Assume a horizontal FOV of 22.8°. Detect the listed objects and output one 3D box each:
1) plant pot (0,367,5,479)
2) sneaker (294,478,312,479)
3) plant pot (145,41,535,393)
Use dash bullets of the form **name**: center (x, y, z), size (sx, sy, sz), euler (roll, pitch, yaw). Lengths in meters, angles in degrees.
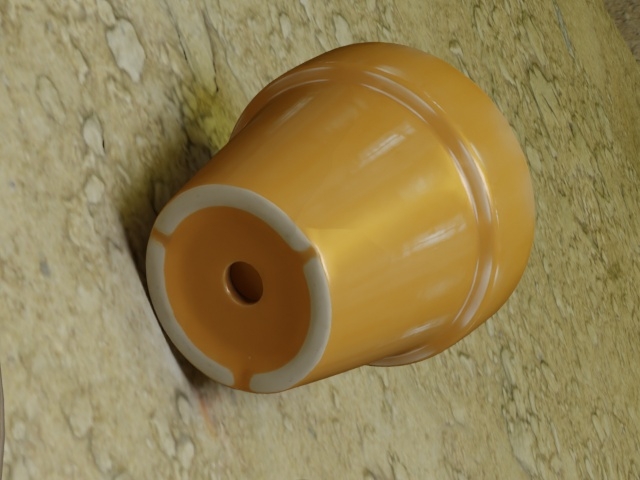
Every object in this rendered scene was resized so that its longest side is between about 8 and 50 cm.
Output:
- **plant pot**: center (-0.204, 0.046, 0.346), size (0.263, 0.229, 0.263), euler (50, 28, -39)
- **sneaker**: center (0.017, 0.263, 0.873), size (0.151, 0.094, 0.256), euler (18, 64, -57)
- **plant pot**: center (0.000, 0.000, 0.965), size (0.188, 0.205, 0.205), euler (-32, 102, -53)
